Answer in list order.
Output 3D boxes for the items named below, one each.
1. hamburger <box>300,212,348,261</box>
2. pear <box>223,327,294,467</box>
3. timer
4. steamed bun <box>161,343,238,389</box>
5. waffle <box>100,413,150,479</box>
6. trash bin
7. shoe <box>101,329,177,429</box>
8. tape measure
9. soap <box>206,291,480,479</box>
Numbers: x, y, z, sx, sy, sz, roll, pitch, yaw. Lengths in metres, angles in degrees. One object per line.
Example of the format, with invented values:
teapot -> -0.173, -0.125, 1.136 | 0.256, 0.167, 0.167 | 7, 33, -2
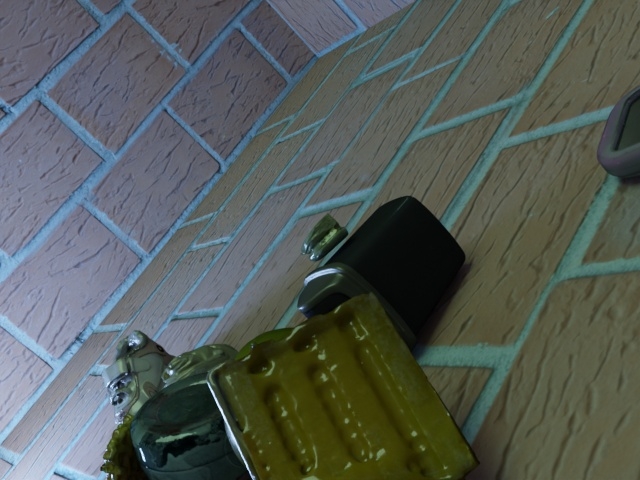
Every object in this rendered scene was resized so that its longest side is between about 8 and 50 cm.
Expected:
hamburger -> 0.002, 0.003, 1.478 | 0.084, 0.054, 0.121 | -47, -2, -5
pear -> -0.038, 0.259, 1.311 | 0.253, 0.253, 0.307 | -46, 22, -2
timer -> 0.545, -0.190, 1.308 | 0.191, 0.069, 0.208 | -22, 31, 49
steamed bun -> -0.286, 0.318, 1.861 | 0.211, 0.144, 0.218 | -30, 23, 39
waffle -> -0.370, 0.481, 1.583 | 0.051, 0.291, 0.291 | -3, 32, 12
trash bin -> 0.107, 0.078, 1.457 | 0.290, 0.209, 0.182 | -49, 10, -27
shoe -> -0.452, 0.375, 2.006 | 0.172, 0.198, 0.351 | -41, 18, 16
tape measure -> -0.215, 0.361, 1.555 | 0.275, 0.147, 0.256 | -17, 19, -2
soap -> 0.023, 0.244, 1.065 | 0.259, 0.281, 0.143 | -24, -25, -11
